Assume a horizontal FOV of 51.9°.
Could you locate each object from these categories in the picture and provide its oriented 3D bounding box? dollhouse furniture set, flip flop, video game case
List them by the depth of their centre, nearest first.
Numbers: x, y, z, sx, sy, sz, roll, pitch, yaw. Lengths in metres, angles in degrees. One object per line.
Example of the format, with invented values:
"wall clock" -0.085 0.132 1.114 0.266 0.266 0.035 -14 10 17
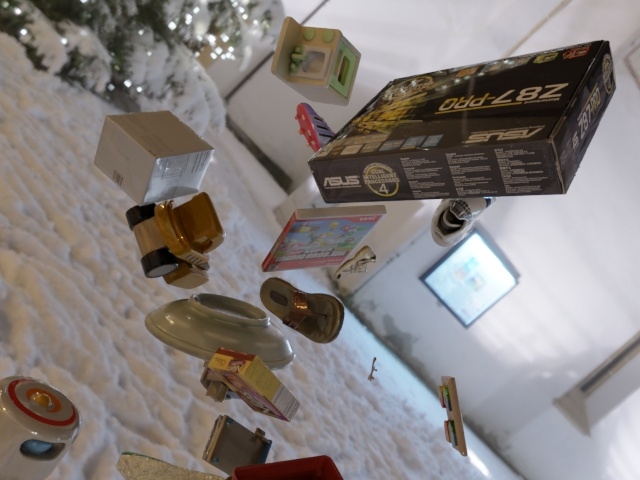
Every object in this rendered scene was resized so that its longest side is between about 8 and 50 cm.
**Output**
"video game case" 0.000 0.000 1.457 0.285 0.204 0.025 127 -45 -58
"flip flop" -0.055 0.149 1.459 0.080 0.112 0.277 10 10 -46
"dollhouse furniture set" -0.289 0.497 1.794 0.198 0.303 0.286 -6 -37 37

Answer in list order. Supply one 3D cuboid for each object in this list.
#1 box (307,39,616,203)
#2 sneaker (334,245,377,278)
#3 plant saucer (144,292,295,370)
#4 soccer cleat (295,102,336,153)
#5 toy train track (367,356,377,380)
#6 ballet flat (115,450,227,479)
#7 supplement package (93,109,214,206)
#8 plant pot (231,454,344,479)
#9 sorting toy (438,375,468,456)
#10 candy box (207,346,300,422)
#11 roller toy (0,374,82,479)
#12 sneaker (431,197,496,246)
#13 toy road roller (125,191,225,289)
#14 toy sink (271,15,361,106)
"box" 0.222 -0.180 1.035 0.395 0.318 0.097 1 -52 39
"sneaker" 0.062 0.046 1.148 0.037 0.083 0.032 50 15 -6
"plant saucer" -0.247 0.216 1.708 0.400 0.100 0.400 16 5 -1
"soccer cleat" 0.016 -0.264 1.750 0.248 0.095 0.083 62 -16 -20
"toy train track" 0.139 0.332 1.698 0.014 0.048 0.083 22 32 -2
"ballet flat" -0.422 0.716 1.895 0.409 0.147 0.147 9 -2 11
"supplement package" -0.424 -0.215 1.679 0.194 0.149 0.203 40 33 21
"plant pot" -0.071 0.684 1.494 0.267 0.235 0.267 4 32 -33
"sorting toy" 0.338 0.449 1.704 0.208 0.038 0.193 62 20 -78
"candy box" -0.134 0.296 1.349 0.109 0.053 0.186 4 -40 39
"roller toy" -0.581 0.365 1.302 0.191 0.146 0.209 35 4 -3
"sneaker" 0.257 -0.039 1.302 0.090 0.095 0.235 41 -22 11
"toy road roller" -0.373 -0.008 1.874 0.329 0.241 0.202 43 23 -72
"toy sink" -0.002 -0.459 1.701 0.131 0.152 0.234 14 -2 26
